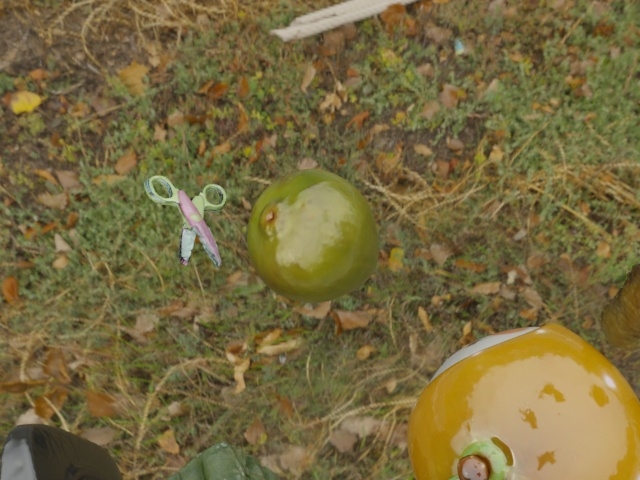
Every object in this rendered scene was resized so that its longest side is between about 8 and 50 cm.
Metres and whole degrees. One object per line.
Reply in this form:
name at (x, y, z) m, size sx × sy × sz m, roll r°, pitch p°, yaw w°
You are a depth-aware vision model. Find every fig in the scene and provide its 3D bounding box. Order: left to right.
fig at (-0.009, -0.005, 1.086) m, size 0.207 × 0.230 × 0.207 m, roll -2°, pitch 84°, yaw 20°

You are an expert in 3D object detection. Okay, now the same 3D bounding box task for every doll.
doll at (0.166, 0.183, 0.594) m, size 0.213 × 0.236 × 0.214 m, roll 2°, pitch 94°, yaw 34°

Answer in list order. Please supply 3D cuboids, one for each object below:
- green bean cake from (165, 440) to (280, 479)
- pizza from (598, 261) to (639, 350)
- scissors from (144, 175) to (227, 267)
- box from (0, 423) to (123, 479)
green bean cake at (-0.125, 0.399, 0.883) m, size 0.222 × 0.125 × 0.227 m, roll -41°, pitch 112°, yaw -3°
pizza at (0.483, -0.016, 0.806) m, size 0.392 × 0.435 × 0.080 m, roll -45°, pitch 59°, yaw 12°
scissors at (-0.194, -0.031, 1.044) m, size 0.133 × 0.020 × 0.187 m, roll 5°, pitch 43°, yaw -27°
box at (-0.200, 0.267, 0.597) m, size 0.042 × 0.201 × 0.213 m, roll -21°, pitch 67°, yaw 1°
